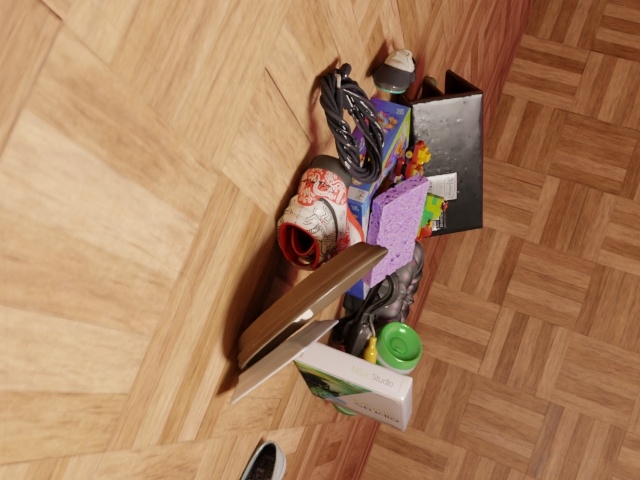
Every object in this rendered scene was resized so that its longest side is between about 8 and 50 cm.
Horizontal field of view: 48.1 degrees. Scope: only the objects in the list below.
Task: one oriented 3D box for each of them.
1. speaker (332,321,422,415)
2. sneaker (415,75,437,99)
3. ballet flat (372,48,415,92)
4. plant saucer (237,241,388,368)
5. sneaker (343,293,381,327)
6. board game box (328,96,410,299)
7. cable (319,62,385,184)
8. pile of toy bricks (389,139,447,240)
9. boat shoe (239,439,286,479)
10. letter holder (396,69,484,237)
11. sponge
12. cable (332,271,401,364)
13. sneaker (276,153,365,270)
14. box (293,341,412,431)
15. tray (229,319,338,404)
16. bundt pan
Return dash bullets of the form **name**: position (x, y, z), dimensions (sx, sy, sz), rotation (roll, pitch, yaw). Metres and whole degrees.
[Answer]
- **speaker**: position (0.126, 0.314, 1.732), dimensions (0.131, 0.131, 0.296), rotation (-55, 180, -44)
- **sneaker**: position (0.256, -0.292, 1.676), dimensions (0.064, 0.086, 0.192), rotation (75, 37, -64)
- **ballet flat**: position (0.137, -0.308, 1.280), dimensions (0.203, 0.074, 0.074), rotation (-48, 154, -68)
- **plant saucer**: position (-0.018, 0.089, 1.056), dimensions (0.278, 0.041, 0.278), rotation (-39, 174, -5)
- **sneaker**: position (0.106, 0.120, 1.649), dimensions (0.051, 0.089, 0.170), rotation (-44, 150, -59)
- **board game box**: position (0.092, -0.070, 1.393), dimensions (0.347, 0.078, 0.233), rotation (83, 30, -59)
- **cable**: position (0.052, -0.164, 1.056), dimensions (0.151, 0.047, 0.185), rotation (-65, 138, -59)
- **pile of toy bricks**: position (0.193, -0.074, 1.386), dimensions (0.118, 0.105, 0.212), rotation (-48, 153, -54)
- **boat shoe**: position (-0.129, 0.468, 1.305), dimensions (0.081, 0.079, 0.228), rotation (80, 27, -44)
- **letter holder**: position (0.241, -0.192, 1.540), dimensions (0.214, 0.151, 0.302), rotation (-110, -169, -61)
- **sponge**: position (0.135, -0.016, 1.316), dimensions (0.117, 0.031, 0.210), rotation (-30, 145, -30)
- **cable**: position (0.107, 0.170, 1.580), dimensions (0.072, 0.139, 0.287), rotation (3, 121, -34)
- **sneaker**: position (-0.001, -0.001, 1.137), dimensions (0.145, 0.090, 0.270), rotation (-62, 159, -27)
- **box**: position (0.077, 0.309, 1.508), dimensions (0.322, 0.232, 0.059), rotation (75, 36, -63)
- **tray**: position (-0.056, 0.180, 1.150), dimensions (0.145, 0.030, 0.270), rotation (-37, 175, 11)
- **bundt pan**: position (0.176, 0.129, 1.844), dimensions (0.331, 0.124, 0.331), rotation (19, 90, -76)
